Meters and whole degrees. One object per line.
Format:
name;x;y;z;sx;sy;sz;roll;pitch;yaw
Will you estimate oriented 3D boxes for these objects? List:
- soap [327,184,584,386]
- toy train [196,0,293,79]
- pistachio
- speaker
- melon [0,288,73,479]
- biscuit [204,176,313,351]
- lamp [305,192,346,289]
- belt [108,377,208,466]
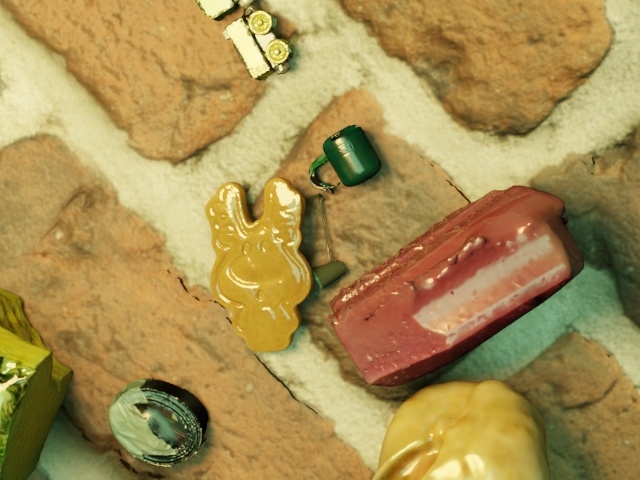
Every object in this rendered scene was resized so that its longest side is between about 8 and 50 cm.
soap;0.169;0.052;1.281;0.325;0.220;0.127;-35;100;3
toy train;-0.110;-0.303;1.342;0.081;0.060;0.202;-30;92;10
pistachio;0.173;0.326;1.294;0.238;0.229;0.321;14;104;-32
speaker;0.030;-0.106;1.357;0.094;0.060;0.075;-28;93;38
melon;-0.419;0.161;1.243;0.226;0.343;0.331;-18;90;-1
biscuit;-0.081;0.035;1.358;0.144;0.040;0.236;-2;97;22
lamp;0.001;0.001;1.371;0.054;0.041;0.121;-25;94;-9
belt;-0.221;0.247;1.379;0.140;0.058;0.105;30;100;-4
